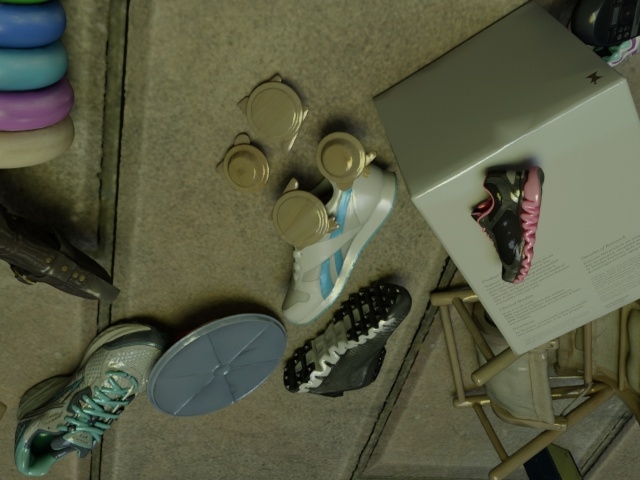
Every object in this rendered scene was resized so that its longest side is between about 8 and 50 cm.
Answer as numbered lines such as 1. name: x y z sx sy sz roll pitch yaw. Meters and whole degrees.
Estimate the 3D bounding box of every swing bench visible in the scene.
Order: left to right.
1. swing bench: 0.314 0.170 0.906 0.254 0.165 0.253 -19 127 -1

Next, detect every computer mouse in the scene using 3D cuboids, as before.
1. computer mouse: 0.334 -0.244 0.633 0.242 0.041 0.071 -21 130 -20

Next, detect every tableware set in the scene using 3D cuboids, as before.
1. tableware set: -0.033 -0.081 0.701 0.168 0.020 0.141 40 114 1

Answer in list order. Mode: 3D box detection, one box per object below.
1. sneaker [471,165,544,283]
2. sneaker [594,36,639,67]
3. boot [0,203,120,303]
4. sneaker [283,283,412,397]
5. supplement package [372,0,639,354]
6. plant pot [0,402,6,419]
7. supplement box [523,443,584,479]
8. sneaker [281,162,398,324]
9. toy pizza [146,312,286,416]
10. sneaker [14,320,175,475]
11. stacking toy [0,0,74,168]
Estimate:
1. sneaker: 0.159 -0.013 0.564 0.057 0.047 0.119 6 128 16
2. sneaker: 0.343 -0.208 0.692 0.069 0.038 0.098 23 121 -23
3. boot: -0.356 -0.019 0.672 0.091 0.263 0.229 -57 154 -8
4. sneaker: 0.056 0.145 0.898 0.106 0.078 0.234 27 123 -30
5. supplement package: 0.216 -0.060 0.684 0.199 0.198 0.263 -30 126 14
6. plant pot: -0.516 0.259 0.879 0.109 0.096 0.109 -27 127 13
7. supplement box: 0.413 0.413 1.153 0.083 0.083 0.056 27 120 -27
8. sneaker: 0.000 0.000 0.777 0.092 0.087 0.229 22 114 -15
9. toy pizza: -0.139 0.164 0.880 0.201 0.032 0.201 -22 141 -19
10. sneaker: -0.298 0.221 0.867 0.283 0.122 0.110 -38 123 18
11. stacking toy: -0.267 -0.233 0.533 0.141 0.141 0.330 8 118 -15
